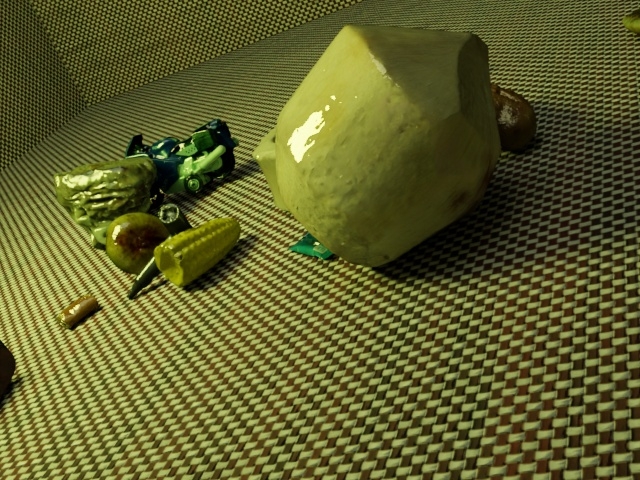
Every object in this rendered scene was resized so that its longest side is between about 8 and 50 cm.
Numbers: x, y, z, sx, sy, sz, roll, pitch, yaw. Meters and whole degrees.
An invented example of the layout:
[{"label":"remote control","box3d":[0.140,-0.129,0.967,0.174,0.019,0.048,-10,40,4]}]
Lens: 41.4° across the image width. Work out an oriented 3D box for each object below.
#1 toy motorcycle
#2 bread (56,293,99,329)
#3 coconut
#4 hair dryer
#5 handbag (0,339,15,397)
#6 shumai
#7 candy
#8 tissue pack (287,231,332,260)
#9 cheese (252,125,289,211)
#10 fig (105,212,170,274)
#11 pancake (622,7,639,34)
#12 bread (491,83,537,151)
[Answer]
[{"label":"toy motorcycle","box3d":[-0.371,-0.206,2.166,0.331,0.196,0.125,-21,12,20]},{"label":"bread","box3d":[-0.500,0.146,1.746,0.083,0.036,0.047,-40,29,-27]},{"label":"coconut","box3d":[0.125,-0.168,1.381,0.415,0.344,0.415,-36,35,30]},{"label":"hair dryer","box3d":[-0.332,0.032,1.711,0.050,0.173,0.195,37,75,23]},{"label":"handbag","box3d":[-0.660,0.258,1.528,0.135,0.146,0.225,-24,22,19]},{"label":"shumai","box3d":[-0.510,-0.089,2.073,0.255,0.218,0.189,-8,5,14]},{"label":"candy","box3d":[-0.232,0.012,1.688,0.199,0.094,0.106,-33,1,-41]},{"label":"tissue pack","box3d":[0.000,0.000,1.556,0.085,0.028,0.138,-36,21,-22]},{"label":"cheese","box3d":[0.032,-0.183,1.761,0.292,0.153,0.332,-35,23,-22]},{"label":"fig","box3d":[-0.390,0.004,1.821,0.120,0.136,0.153,-31,3,36]},{"label":"pancake","box3d":[0.821,-0.479,1.726,0.426,0.067,0.305,-8,21,39]},{"label":"bread","box3d":[0.241,-0.255,1.604,0.343,0.084,0.124,20,56,16]}]
